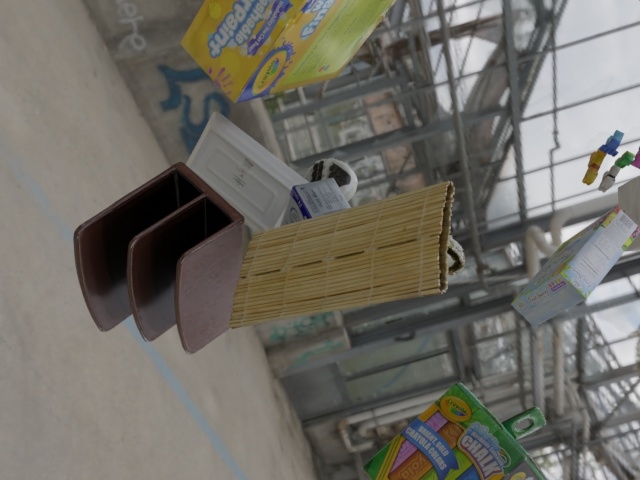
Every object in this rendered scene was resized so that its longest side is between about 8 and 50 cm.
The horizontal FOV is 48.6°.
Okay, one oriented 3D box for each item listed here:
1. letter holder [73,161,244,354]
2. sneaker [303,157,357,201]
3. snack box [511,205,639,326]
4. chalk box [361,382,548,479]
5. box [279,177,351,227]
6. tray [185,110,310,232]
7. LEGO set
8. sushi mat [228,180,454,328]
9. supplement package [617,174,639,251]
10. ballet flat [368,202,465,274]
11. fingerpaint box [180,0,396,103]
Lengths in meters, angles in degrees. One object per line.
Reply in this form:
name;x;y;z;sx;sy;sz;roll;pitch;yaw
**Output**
letter holder;-0.253;0.064;1.135;0.152;0.214;0.301;41;-32;21
sneaker;0.009;-0.080;1.405;0.292;0.118;0.110;-23;-130;63
snack box;0.472;0.050;1.317;0.070;0.207;0.174;44;-28;6
chalk box;0.253;0.376;1.198;0.179;0.289;0.180;47;-3;43
box;0.000;0.000;1.060;0.126;0.072;0.137;61;-30;29
tray;-0.144;-0.114;1.332;0.270;0.145;0.030;39;20;18
LEGO set;0.635;-0.162;1.561;0.093;0.087;0.227;-60;174;-14
sushi mat;0.016;0.023;0.862;0.019;0.317;0.151;39;50;-39
supplement package;0.917;-0.068;1.756;0.175;0.293;0.177;44;44;-81
ballet flat;0.177;-0.001;1.311;0.241;0.091;0.077;22;21;-22
fingerpaint box;0.013;-0.479;1.254;0.163;0.445;0.371;48;37;7
